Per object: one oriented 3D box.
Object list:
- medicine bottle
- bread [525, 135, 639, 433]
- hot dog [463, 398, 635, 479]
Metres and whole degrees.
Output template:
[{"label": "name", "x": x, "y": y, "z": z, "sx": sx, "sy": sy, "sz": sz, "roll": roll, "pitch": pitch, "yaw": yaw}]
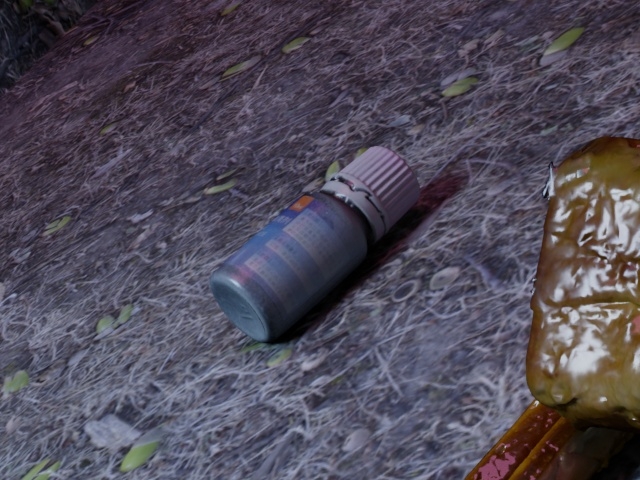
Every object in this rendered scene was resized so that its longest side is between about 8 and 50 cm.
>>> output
[{"label": "medicine bottle", "x": 0.000, "y": 0.000, "z": 1.436, "sx": 0.203, "sy": 0.083, "sz": 0.083, "roll": -40, "pitch": 22, "yaw": -22}, {"label": "bread", "x": 0.269, "y": 0.027, "z": 0.869, "sx": 0.344, "sy": 0.149, "sz": 0.195, "roll": 1, "pitch": 77, "yaw": 57}, {"label": "hot dog", "x": 0.139, "y": 0.132, "z": 0.996, "sx": 0.165, "sy": 0.045, "sz": 0.071, "roll": -43, "pitch": 21, "yaw": -26}]
